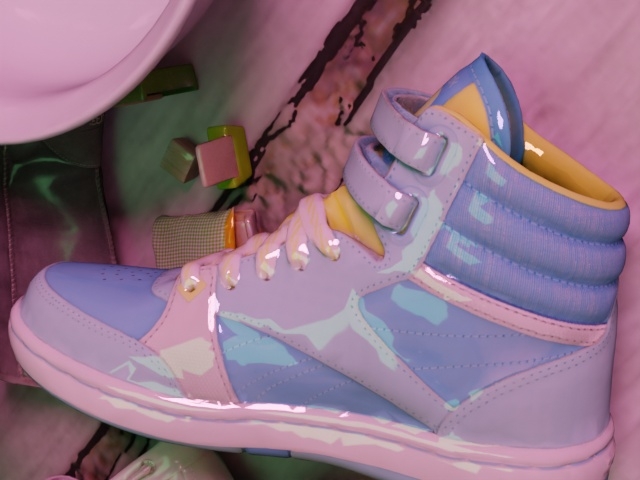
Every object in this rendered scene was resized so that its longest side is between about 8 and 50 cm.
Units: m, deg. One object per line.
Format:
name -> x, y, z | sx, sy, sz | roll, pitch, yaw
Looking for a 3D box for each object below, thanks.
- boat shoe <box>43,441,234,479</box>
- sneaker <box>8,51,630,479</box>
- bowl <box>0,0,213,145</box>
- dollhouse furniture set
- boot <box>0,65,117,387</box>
boat shoe -> -0.165, 0.198, 0.717 | 0.267, 0.096, 0.088 | -31, 85, 29
sneaker -> 0.000, 0.000, 0.549 | 0.319, 0.127, 0.208 | 10, 110, 8
bowl -> -0.141, -0.205, 0.564 | 0.297, 0.134, 0.298 | 8, 108, 25
dollhouse furniture set -> -0.082, -0.023, 0.629 | 0.076, 0.058, 0.152 | -4, 102, 29
boot -> -0.202, -0.016, 0.695 | 0.189, 0.076, 0.209 | 12, 116, 26
